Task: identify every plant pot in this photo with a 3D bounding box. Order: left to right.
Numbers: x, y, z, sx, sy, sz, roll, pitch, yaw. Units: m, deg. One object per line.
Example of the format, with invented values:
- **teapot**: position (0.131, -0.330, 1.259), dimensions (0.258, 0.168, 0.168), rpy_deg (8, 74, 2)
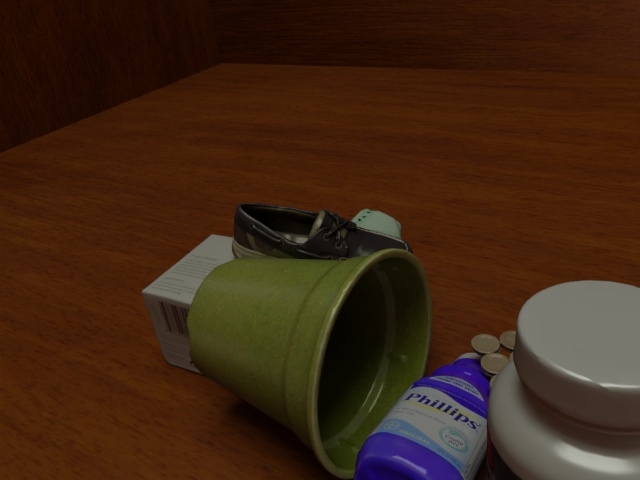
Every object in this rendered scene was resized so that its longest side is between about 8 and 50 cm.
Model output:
- **plant pot**: position (-0.027, 0.129, 0.758), dimensions (0.254, 0.276, 0.276), rpy_deg (9, 34, 36)

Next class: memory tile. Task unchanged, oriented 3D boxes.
- **memory tile**: position (0.258, 0.163, 0.705), dimensions (0.113, 0.012, 0.148), rpy_deg (-8, 32, 1)

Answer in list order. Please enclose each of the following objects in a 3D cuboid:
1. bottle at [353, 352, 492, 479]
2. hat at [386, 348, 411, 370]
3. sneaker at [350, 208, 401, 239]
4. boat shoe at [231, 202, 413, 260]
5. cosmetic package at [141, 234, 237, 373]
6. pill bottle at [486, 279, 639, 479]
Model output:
- **bottle**: position (0.146, 0.220, 0.679), dimensions (0.118, 0.092, 0.283), rpy_deg (20, 24, 26)
- **hat**: position (0.135, 0.143, 0.936), dimensions (0.173, 0.183, 0.208), rpy_deg (26, 82, 42)
- **sneaker**: position (0.036, -0.004, 1.134), dimensions (0.256, 0.094, 0.151), rpy_deg (9, 39, 10)
- **boat shoe**: position (0.000, 0.000, 0.868), dimensions (0.285, 0.092, 0.103), rpy_deg (10, 41, 12)
- **cosmetic package**: position (-0.159, 0.105, 0.940), dimensions (0.151, 0.151, 0.184), rpy_deg (11, 35, 29)
- **pill bottle**: position (0.238, 0.201, 0.507), dimensions (0.176, 0.318, 0.176), rpy_deg (-7, 29, 4)
